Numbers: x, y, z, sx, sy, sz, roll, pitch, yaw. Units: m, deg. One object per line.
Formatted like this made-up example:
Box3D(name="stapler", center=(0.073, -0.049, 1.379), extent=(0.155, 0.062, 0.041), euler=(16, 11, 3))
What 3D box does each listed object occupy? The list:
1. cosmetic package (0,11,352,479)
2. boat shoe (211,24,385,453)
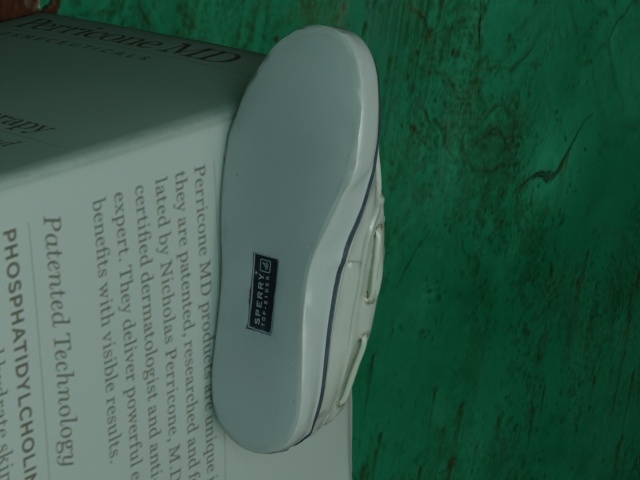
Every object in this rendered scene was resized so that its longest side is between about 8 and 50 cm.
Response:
Box3D(name="cosmetic package", center=(-0.222, 0.056, 1.013), extent=(0.393, 0.329, 0.327), euler=(-24, 120, -46))
Box3D(name="boat shoe", center=(0.000, 0.000, 0.927), extent=(0.088, 0.096, 0.268), euler=(-13, 113, -53))
